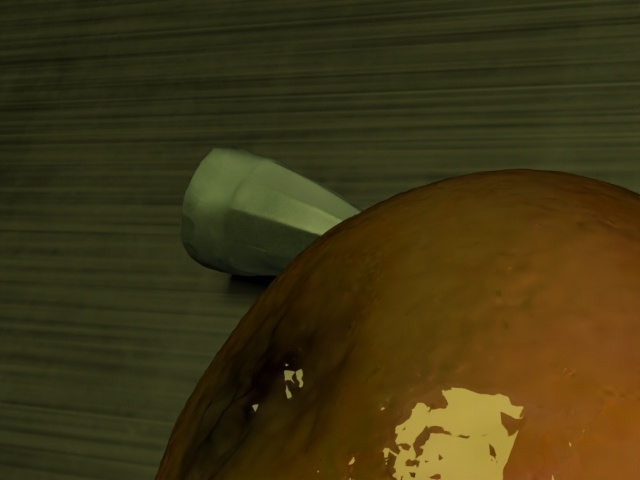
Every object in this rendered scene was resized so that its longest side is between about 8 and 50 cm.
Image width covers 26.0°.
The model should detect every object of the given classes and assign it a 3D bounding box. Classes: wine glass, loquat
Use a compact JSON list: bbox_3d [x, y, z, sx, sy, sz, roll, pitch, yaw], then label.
[{"bbox_3d":[0.000,0.000,0.751,0.155,0.073,0.073,19,67,37],"label":"wine glass"},{"bbox_3d":[0.061,0.102,0.508,0.263,0.263,0.263,-16,49,19],"label":"loquat"}]
